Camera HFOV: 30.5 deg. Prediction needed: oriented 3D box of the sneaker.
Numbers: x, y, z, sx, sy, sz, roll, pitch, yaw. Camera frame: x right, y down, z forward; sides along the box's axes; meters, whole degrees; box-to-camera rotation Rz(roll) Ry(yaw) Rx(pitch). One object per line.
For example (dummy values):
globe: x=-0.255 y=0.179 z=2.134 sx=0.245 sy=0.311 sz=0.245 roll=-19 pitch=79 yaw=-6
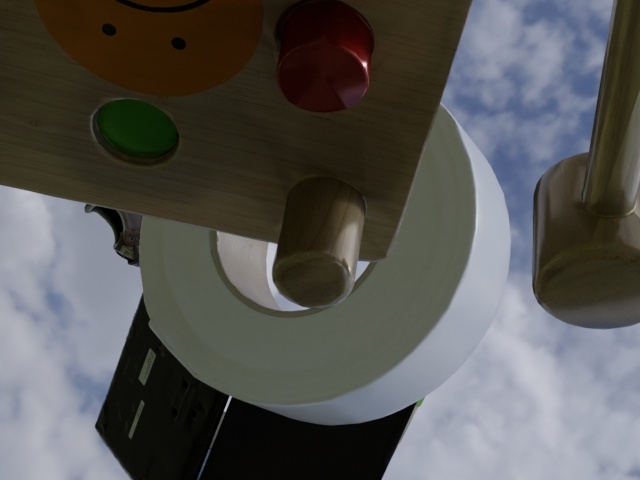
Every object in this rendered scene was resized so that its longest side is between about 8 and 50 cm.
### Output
sneaker: x=-0.212 y=0.013 z=1.416 sx=0.188 sy=0.071 sz=0.066 roll=49 pitch=-41 yaw=10

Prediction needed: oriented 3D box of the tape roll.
tape roll: x=0.000 y=0.000 z=0.926 sx=0.286 sy=0.100 sz=0.286 roll=-7 pitch=-109 yaw=22

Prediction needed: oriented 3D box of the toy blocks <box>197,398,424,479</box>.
toy blocks: x=-0.057 y=0.277 z=1.362 sx=0.191 sy=0.381 sz=0.261 roll=36 pitch=-16 yaw=-26

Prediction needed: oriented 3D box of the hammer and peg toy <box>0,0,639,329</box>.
hammer and peg toy: x=-0.014 y=-0.099 z=0.471 sx=0.361 sy=0.127 sz=0.266 roll=11 pitch=-44 yaw=-1

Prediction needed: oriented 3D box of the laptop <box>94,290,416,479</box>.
laptop: x=-0.070 y=0.157 z=1.108 sx=0.264 sy=0.137 sz=0.234 roll=40 pitch=-65 yaw=43
